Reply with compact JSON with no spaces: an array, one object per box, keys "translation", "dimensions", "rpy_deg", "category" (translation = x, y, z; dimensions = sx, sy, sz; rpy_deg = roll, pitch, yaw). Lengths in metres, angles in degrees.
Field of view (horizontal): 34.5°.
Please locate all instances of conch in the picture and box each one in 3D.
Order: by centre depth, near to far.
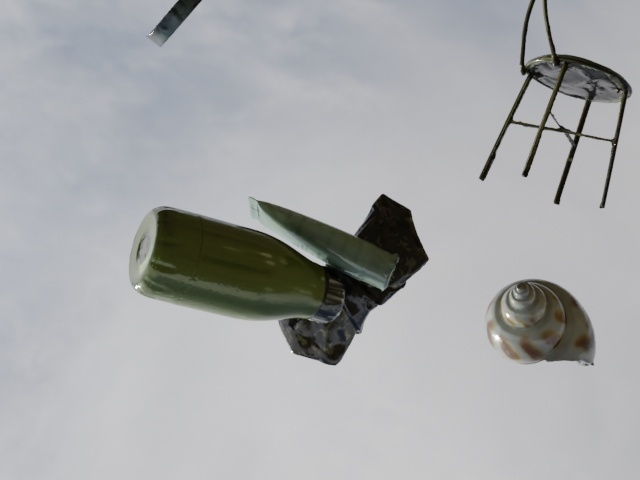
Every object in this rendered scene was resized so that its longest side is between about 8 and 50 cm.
[{"translation":[0.375,0.140,1.779],"dimensions":[0.182,0.149,0.275],"rpy_deg":[1,175,26],"category":"conch"}]

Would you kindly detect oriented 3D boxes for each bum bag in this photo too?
[{"translation":[0.046,0.060,1.367],"dimensions":[0.102,0.248,0.069],"rpy_deg":[45,-166,25],"category":"bum bag"}]

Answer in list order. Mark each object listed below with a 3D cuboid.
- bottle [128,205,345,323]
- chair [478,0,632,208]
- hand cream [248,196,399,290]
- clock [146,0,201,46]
[{"translation":[-0.094,0.040,1.245],"dimensions":[0.260,0.112,0.112],"rpy_deg":[16,-143,-26],"category":"bottle"},{"translation":[0.336,-0.219,1.382],"dimensions":[0.170,0.326,0.160],"rpy_deg":[18,176,-16],"category":"chair"},{"translation":[0.000,0.000,1.309],"dimensions":[0.204,0.078,0.050],"rpy_deg":[26,-105,7],"category":"hand cream"},{"translation":[-0.125,-0.211,0.938],"dimensions":[0.017,0.085,0.085],"rpy_deg":[41,-144,-14],"category":"clock"}]
